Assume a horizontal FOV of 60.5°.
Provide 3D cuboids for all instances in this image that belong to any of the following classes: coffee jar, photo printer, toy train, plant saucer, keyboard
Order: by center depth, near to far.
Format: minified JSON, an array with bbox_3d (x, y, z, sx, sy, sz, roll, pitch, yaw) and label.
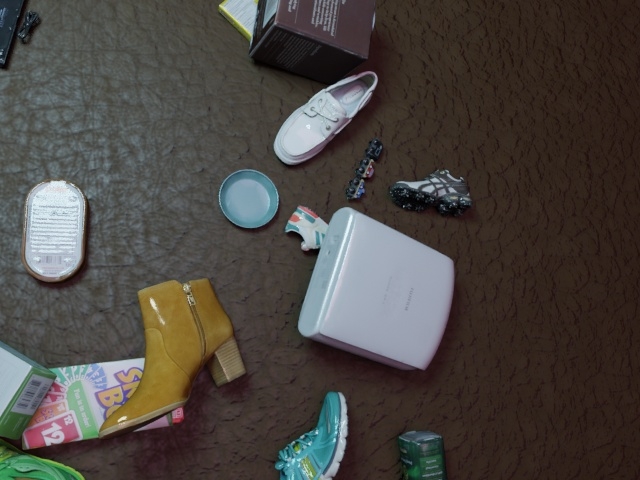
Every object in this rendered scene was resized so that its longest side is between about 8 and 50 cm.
[{"bbox_3d":[-0.585,-0.408,1.018,0.108,0.023,0.180,11,77,-9],"label":"keyboard"},{"bbox_3d":[0.206,0.473,1.068,0.078,0.096,0.185,-5,81,-16],"label":"coffee jar"},{"bbox_3d":[0.129,0.109,1.077,0.307,0.107,0.256,25,76,-28],"label":"photo printer"},{"bbox_3d":[-0.144,-0.082,1.099,0.119,0.021,0.120,3,78,-17],"label":"plant saucer"},{"bbox_3d":[0.097,-0.151,1.189,0.036,0.027,0.158,33,71,-21],"label":"toy train"}]

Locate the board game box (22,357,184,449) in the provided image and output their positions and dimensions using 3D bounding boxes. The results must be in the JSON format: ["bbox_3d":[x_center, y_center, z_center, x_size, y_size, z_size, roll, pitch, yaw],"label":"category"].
[{"bbox_3d":[-0.368,0.272,0.947,0.259,0.039,0.124,-2,80,-25],"label":"board game box"}]

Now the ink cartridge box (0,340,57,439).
[{"bbox_3d":[-0.534,0.217,0.872,0.209,0.062,0.109,18,71,25],"label":"ink cartridge box"}]

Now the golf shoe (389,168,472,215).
[{"bbox_3d":[0.239,-0.114,1.210,0.198,0.077,0.094,10,66,-23],"label":"golf shoe"}]

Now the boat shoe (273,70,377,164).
[{"bbox_3d":[0.014,-0.269,1.145,0.098,0.096,0.277,46,70,-6],"label":"boat shoe"}]

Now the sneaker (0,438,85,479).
[{"bbox_3d":[-0.506,0.366,0.842,0.295,0.123,0.110,20,75,-13],"label":"sneaker"}]

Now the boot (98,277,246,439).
[{"bbox_3d":[-0.275,0.184,0.935,0.295,0.104,0.211,-19,77,-47],"label":"boot"}]

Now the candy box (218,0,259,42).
[{"bbox_3d":[-0.115,-0.525,1.188,0.105,0.027,0.206,42,70,-6],"label":"candy box"}]

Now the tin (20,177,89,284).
[{"bbox_3d":[-0.469,-0.018,0.975,0.106,0.040,0.190,2,79,-22],"label":"tin"}]

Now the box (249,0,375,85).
[{"bbox_3d":[-0.017,-0.446,1.114,0.203,0.167,0.169,13,80,-23],"label":"box"}]

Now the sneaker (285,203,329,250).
[{"bbox_3d":[0.000,0.000,1.120,0.161,0.057,0.075,38,89,-10],"label":"sneaker"}]

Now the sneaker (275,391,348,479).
[{"bbox_3d":[-0.024,0.406,1.008,0.109,0.107,0.276,24,73,-2],"label":"sneaker"}]
